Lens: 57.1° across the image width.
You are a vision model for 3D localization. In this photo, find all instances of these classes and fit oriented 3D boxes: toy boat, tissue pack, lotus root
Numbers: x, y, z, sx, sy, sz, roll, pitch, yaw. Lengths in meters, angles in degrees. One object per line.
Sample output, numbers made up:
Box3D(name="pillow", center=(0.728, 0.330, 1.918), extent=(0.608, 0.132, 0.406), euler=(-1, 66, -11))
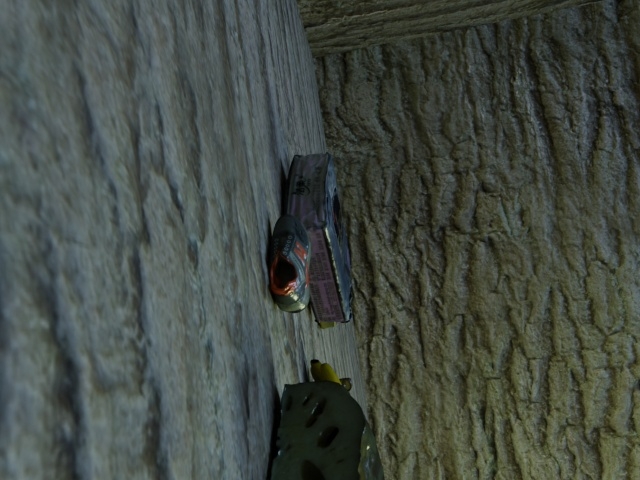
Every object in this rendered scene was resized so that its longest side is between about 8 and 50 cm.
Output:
Box3D(name="toy boat", center=(0.071, 0.446, 1.763), extent=(0.149, 0.048, 0.047), euler=(-60, 141, -81))
Box3D(name="tissue pack", center=(0.000, 0.000, 1.427), extent=(0.361, 0.122, 0.259), euler=(78, 9, -45))
Box3D(name="lotus root", center=(0.021, 0.389, 0.857), extent=(0.267, 0.149, 0.260), euler=(-83, 162, -61))

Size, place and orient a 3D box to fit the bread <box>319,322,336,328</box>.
Box3D(name="bread", center=(0.024, 0.199, 1.693), extent=(0.226, 0.049, 0.088), euler=(-3, 83, -85))

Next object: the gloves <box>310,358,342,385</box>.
Box3D(name="gloves", center=(0.024, 0.391, 1.220), extent=(0.133, 0.116, 0.295), euler=(-47, -125, 57))

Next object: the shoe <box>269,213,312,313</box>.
Box3D(name="shoe", center=(-0.058, 0.028, 1.042), extent=(0.077, 0.074, 0.195), euler=(62, 21, -58))
